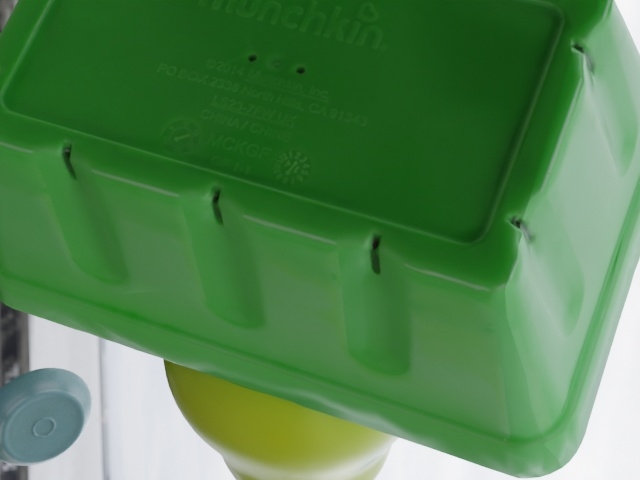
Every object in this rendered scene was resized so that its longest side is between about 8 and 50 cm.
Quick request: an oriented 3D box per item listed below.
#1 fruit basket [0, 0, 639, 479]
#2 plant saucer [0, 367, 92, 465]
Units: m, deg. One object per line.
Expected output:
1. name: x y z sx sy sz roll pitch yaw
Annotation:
1. fruit basket: 0.000 0.000 0.783 0.392 0.392 0.282 119 -6 -71
2. plant saucer: -0.285 0.185 1.344 0.021 0.119 0.119 43 -43 48
